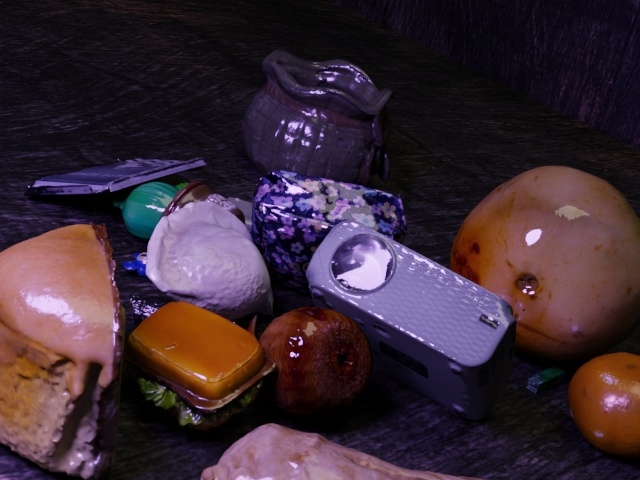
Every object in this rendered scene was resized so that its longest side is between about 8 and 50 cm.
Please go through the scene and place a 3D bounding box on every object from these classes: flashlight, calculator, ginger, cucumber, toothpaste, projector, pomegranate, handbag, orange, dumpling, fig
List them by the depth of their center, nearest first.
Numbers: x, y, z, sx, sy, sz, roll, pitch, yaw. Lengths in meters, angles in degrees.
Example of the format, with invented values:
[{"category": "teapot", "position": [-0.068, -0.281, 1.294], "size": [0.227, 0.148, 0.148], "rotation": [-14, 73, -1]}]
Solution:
[{"category": "ginger", "position": [0.061, 0.267, 0.921], "size": [0.354, 0.126, 0.190], "rotation": [12, 18, -9]}, {"category": "fig", "position": [-0.044, 0.139, 1.178], "size": [0.201, 0.134, 0.146], "rotation": [8, -19, 40]}, {"category": "projector", "position": [0.113, 0.105, 1.227], "size": [0.250, 0.198, 0.108], "rotation": [29, 70, 22]}, {"category": "cucumber", "position": [-0.178, 0.106, 1.231], "size": [0.135, 0.034, 0.033], "rotation": [19, 18, 2]}, {"category": "dumpling", "position": [-0.142, 0.027, 1.282], "size": [0.216, 0.126, 0.166], "rotation": [-4, 65, -30]}, {"category": "orange", "position": [0.402, 0.218, 1.285], "size": [0.156, 0.124, 0.156], "rotation": [-1, 21, 0]}, {"category": "flashlight", "position": [-0.207, 0.042, 1.350], "size": [0.121, 0.035, 0.057], "rotation": [20, 22, 6]}, {"category": "handbag", "position": [0.000, 0.000, 1.394], "size": [0.228, 0.208, 0.127], "rotation": [10, 59, 1]}, {"category": "toothpaste", "position": [0.322, 0.199, 1.403], "size": [0.020, 0.017, 0.083], "rotation": [30, 26, 34]}, {"category": "pomegranate", "position": [0.351, 0.029, 1.468], "size": [0.319, 0.319, 0.319], "rotation": [15, 23, -6]}, {"category": "calculator", "position": [-0.313, -0.101, 1.538], "size": [0.165, 0.028, 0.274], "rotation": [3, 14, 28]}]

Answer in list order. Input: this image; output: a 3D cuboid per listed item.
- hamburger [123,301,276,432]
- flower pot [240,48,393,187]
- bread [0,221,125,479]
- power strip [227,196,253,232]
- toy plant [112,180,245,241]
[{"category": "hamburger", "position": [-0.146, 0.144, 1.092], "size": [0.166, 0.087, 0.137], "rotation": [28, 39, 30]}, {"category": "flower pot", "position": [0.007, -0.223, 1.879], "size": [0.302, 0.213, 0.302], "rotation": [14, 23, -6]}, {"category": "bread", "position": [-0.273, 0.091, 0.984], "size": [0.162, 0.204, 0.262], "rotation": [9, 21, -27]}, {"category": "power strip", "position": [-0.018, 0.002, 1.557], "size": [0.288, 0.053, 0.093], "rotation": [16, 22, -5]}, {"category": "toy plant", "position": [-0.210, -0.043, 1.456], "size": [0.200, 0.105, 0.143], "rotation": [20, 31, 20]}]
